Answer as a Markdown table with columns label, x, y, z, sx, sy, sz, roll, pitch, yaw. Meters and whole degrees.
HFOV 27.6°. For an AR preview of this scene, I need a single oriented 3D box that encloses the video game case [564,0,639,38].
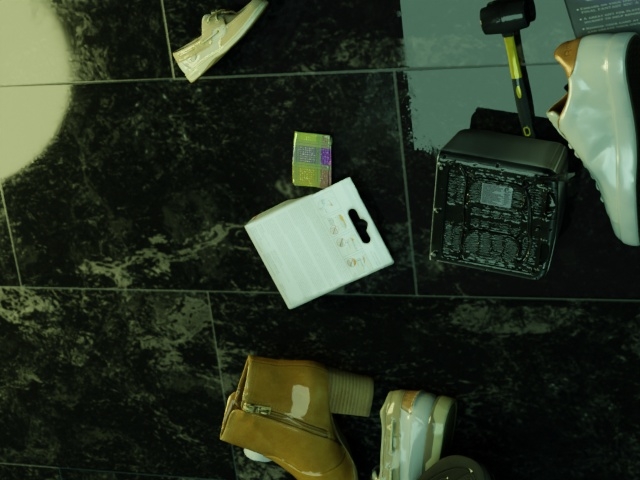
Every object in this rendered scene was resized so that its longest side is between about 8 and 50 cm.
| label | x | y | z | sx | sy | sz | roll | pitch | yaw |
| --- | --- | --- | --- | --- | --- | --- | --- | --- | --- |
| video game case | 0.385 | -0.310 | 1.550 | 0.196 | 0.026 | 0.274 | -7 | 136 | 23 |

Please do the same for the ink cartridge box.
| label | x | y | z | sx | sy | sz | roll | pitch | yaw |
| --- | --- | --- | --- | --- | --- | --- | --- | --- | --- |
| ink cartridge box | 0.000 | 0.000 | 1.888 | 0.179 | 0.045 | 0.145 | -25 | 100 | 18 |

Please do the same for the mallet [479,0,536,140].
| label | x | y | z | sx | sy | sz | roll | pitch | yaw |
| --- | --- | --- | --- | --- | --- | --- | --- | --- | --- |
| mallet | 0.247 | -0.220 | 1.706 | 0.062 | 0.039 | 0.189 | 1 | 115 | 20 |

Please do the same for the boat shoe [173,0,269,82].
| label | x | y | z | sx | sy | sz | roll | pitch | yaw |
| --- | --- | --- | --- | --- | --- | --- | --- | --- | --- |
| boat shoe | -0.143 | -0.288 | 1.807 | 0.170 | 0.063 | 0.059 | -38 | 100 | 29 |

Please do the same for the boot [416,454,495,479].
| label | x | y | z | sx | sy | sz | roll | pitch | yaw |
| --- | --- | --- | --- | --- | --- | --- | --- | --- | --- |
| boot | 0.212 | 0.504 | 1.889 | 0.138 | 0.284 | 0.377 | 17 | 88 | 45 |

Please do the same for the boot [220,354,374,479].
| label | x | y | z | sx | sy | sz | roll | pitch | yaw |
| --- | --- | --- | --- | --- | --- | --- | --- | --- | --- |
| boot | -0.047 | 0.315 | 1.954 | 0.211 | 0.104 | 0.295 | 8 | 103 | -8 |

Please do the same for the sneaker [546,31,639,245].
| label | x | y | z | sx | sy | sz | roll | pitch | yaw |
| --- | --- | --- | --- | --- | --- | --- | --- | --- | --- |
| sneaker | 0.359 | -0.130 | 1.659 | 0.123 | 0.106 | 0.290 | 5 | 121 | 33 |

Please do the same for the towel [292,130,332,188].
| label | x | y | z | sx | sy | sz | roll | pitch | yaw |
| --- | --- | --- | --- | --- | --- | --- | --- | --- | --- |
| towel | -0.011 | -0.113 | 1.858 | 0.060 | 0.009 | 0.083 | 8 | 112 | 19 |

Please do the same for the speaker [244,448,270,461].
| label | x | y | z | sx | sy | sz | roll | pitch | yaw |
| --- | --- | --- | --- | --- | --- | --- | --- | --- | --- |
| speaker | -0.083 | 0.271 | 2.011 | 0.055 | 0.055 | 0.136 | 16 | 115 | 14 |

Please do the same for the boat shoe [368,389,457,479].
| label | x | y | z | sx | sy | sz | roll | pitch | yaw |
| --- | --- | --- | --- | --- | --- | --- | --- | --- | --- |
| boat shoe | 0.127 | 0.361 | 1.944 | 0.103 | 0.113 | 0.302 | 14 | 105 | 17 |

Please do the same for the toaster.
| label | x | y | z | sx | sy | sz | roll | pitch | yaw |
| --- | --- | --- | --- | --- | --- | --- | --- | --- | --- |
| toaster | 0.243 | -0.049 | 1.721 | 0.186 | 0.110 | 0.168 | 11 | 121 | 17 |
